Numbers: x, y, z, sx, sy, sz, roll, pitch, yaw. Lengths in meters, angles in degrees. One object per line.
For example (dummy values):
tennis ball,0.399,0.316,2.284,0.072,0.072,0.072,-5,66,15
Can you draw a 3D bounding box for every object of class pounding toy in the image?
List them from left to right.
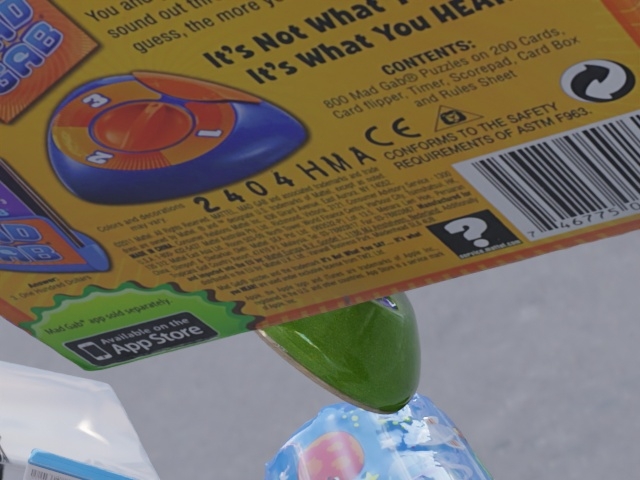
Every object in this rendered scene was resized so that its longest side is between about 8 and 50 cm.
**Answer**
pounding toy,0.000,0.000,1.293,0.110,0.237,0.183,-48,19,14

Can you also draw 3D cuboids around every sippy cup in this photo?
sippy cup,0.063,0.250,1.524,0.240,0.305,0.224,-41,47,20

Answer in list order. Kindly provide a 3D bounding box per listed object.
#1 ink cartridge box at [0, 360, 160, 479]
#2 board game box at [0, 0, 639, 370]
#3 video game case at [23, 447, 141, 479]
ink cartridge box,-0.371,0.236,1.588,0.285,0.395,0.166,-59,37,21
board game box,-0.050,-0.207,0.799,0.356,0.356,0.356,-16,54,30
video game case,-0.155,0.219,1.330,0.119,0.166,0.015,17,37,-2
